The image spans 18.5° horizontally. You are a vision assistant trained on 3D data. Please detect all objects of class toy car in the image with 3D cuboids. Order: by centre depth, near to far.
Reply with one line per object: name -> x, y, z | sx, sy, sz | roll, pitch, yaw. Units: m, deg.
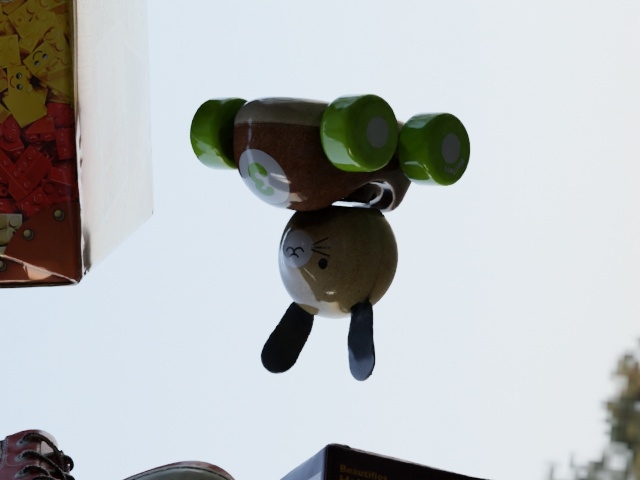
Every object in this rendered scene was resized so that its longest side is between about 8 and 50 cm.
toy car -> 0.000, 0.000, 1.344 | 0.149, 0.155, 0.188 | 9, -95, -46

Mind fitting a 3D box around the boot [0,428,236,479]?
boot -> -0.133, 0.142, 1.066 | 0.088, 0.244, 0.176 | 44, -149, -26

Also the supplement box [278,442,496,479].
supplement box -> 0.029, 0.213, 1.019 | 0.081, 0.104, 0.188 | 137, 142, -57

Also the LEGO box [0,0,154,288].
LEGO box -> -0.260, -0.174, 1.606 | 0.500, 0.193, 0.373 | -81, -11, -83
